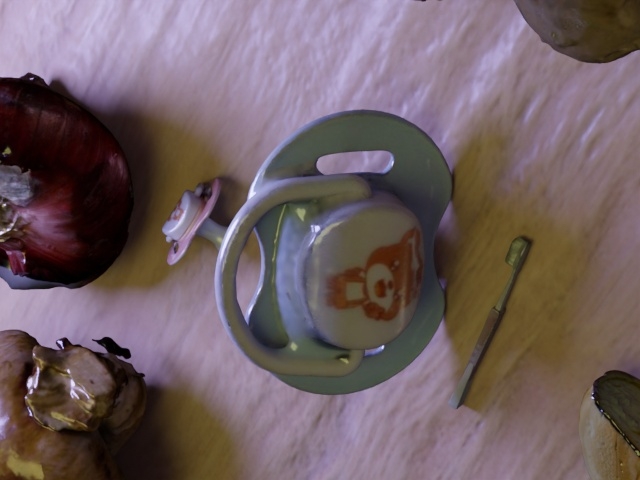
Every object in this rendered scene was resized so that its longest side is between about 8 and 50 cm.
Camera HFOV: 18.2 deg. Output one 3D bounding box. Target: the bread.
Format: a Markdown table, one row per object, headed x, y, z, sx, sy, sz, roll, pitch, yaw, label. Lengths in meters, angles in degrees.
| x | y | z | sx | sy | sz | roll | pitch | yaw | label |
| --- | --- | --- | --- | --- | --- | --- | --- | --- | --- |
| 0.282 | 0.198 | 1.752 | 0.157 | 0.083 | 0.094 | 47 | 130 | 16 | bread |

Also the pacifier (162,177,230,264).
| x | y | z | sx | sy | sz | roll | pitch | yaw | label |
| --- | --- | --- | --- | --- | --- | --- | --- | --- | --- |
| -0.113 | -0.014 | 1.984 | 0.078 | 0.081 | 0.099 | 28 | 104 | -14 | pacifier |

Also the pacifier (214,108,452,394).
| x | y | z | sx | sy | sz | roll | pitch | yaw | label |
| --- | --- | --- | --- | --- | --- | --- | --- | --- | --- |
| 0.000 | 0.000 | 1.851 | 0.207 | 0.227 | 0.279 | -127 | 36 | -63 | pacifier |

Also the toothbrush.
| x | y | z | sx | sy | sz | roll | pitch | yaw | label |
| --- | --- | --- | --- | --- | --- | --- | --- | --- | --- |
| 0.156 | 0.078 | 1.843 | 0.017 | 0.014 | 0.194 | 32 | 123 | 23 | toothbrush |

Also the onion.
| x | y | z | sx | sy | sz | roll | pitch | yaw | label |
| --- | --- | --- | --- | --- | --- | --- | --- | --- | --- |
| -0.304 | -0.078 | 2.039 | 0.272 | 0.195 | 0.272 | 18 | 150 | 11 | onion |

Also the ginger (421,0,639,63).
| x | y | z | sx | sy | sz | roll | pitch | yaw | label |
| --- | --- | --- | --- | --- | --- | --- | --- | --- | --- |
| 0.159 | -0.279 | 1.636 | 0.304 | 0.155 | 0.244 | 20 | 124 | 39 | ginger |

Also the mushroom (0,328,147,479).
| x | y | z | sx | sy | sz | roll | pitch | yaw | label |
| --- | --- | --- | --- | --- | --- | --- | --- | --- | --- |
| -0.293 | 0.219 | 2.108 | 0.263 | 0.195 | 0.283 | 50 | 129 | 35 | mushroom |
